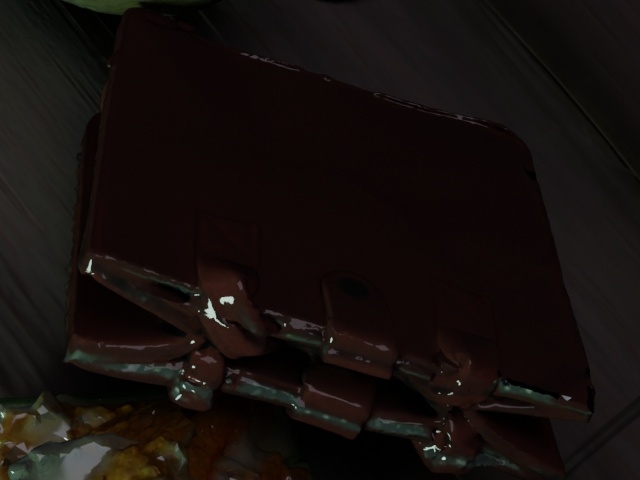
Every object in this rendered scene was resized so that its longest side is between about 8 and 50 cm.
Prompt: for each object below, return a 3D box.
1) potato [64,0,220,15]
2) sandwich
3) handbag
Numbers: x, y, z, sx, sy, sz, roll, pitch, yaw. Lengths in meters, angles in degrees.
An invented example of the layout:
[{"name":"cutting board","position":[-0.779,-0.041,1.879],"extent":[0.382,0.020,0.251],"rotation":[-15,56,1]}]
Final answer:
[{"name":"potato","position":[-0.109,-0.218,0.933],"extent":[0.235,0.160,0.178],"rotation":[36,37,30]},{"name":"sandwich","position":[-0.077,0.113,0.757],"extent":[0.185,0.160,0.109],"rotation":[-9,85,-18]},{"name":"handbag","position":[0.001,-0.001,0.834],"extent":[0.260,0.084,0.275],"rotation":[18,28,-13]}]
